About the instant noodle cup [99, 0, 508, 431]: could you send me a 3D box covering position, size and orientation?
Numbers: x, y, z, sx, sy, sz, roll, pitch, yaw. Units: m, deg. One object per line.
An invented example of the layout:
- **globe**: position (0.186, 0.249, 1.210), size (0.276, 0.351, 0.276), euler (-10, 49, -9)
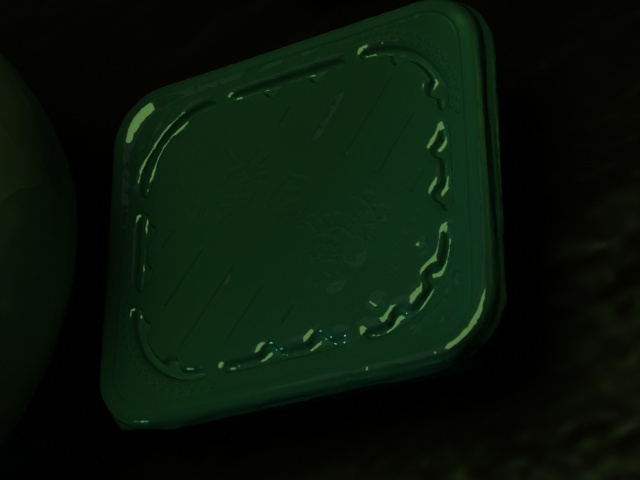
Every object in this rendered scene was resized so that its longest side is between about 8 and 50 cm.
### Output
- **instant noodle cup**: position (0.000, 0.000, 0.633), size (0.179, 0.070, 0.157), euler (-14, 59, 26)

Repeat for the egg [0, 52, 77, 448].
- **egg**: position (-0.268, 0.006, 0.633), size (0.340, 0.354, 0.354), euler (-15, 56, 8)
